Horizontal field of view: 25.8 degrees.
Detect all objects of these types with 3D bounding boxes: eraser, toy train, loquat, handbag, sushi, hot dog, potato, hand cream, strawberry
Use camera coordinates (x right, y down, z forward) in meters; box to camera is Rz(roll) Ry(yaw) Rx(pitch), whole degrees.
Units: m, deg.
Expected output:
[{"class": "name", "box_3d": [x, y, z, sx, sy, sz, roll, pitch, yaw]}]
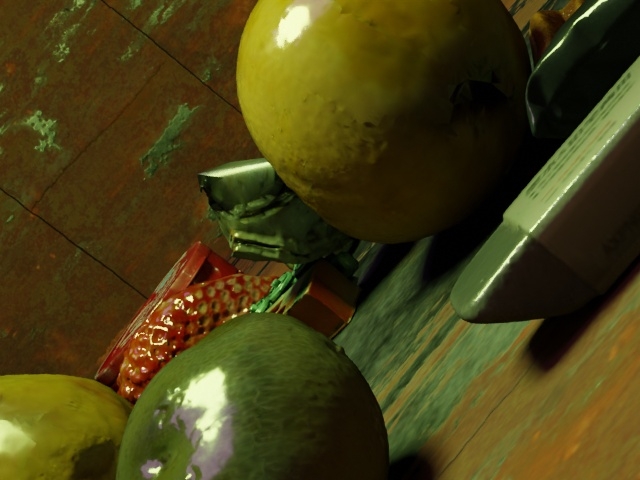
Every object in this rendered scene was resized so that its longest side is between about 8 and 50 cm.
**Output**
[{"class": "eraser", "box_3d": [0.205, -0.080, 0.791, 0.352, 0.061, 0.089, -50, 7, 4]}, {"class": "toy train", "box_3d": [-0.029, 0.082, 1.445, 0.176, 0.074, 0.118, -44, 13, 33]}, {"class": "loquat", "box_3d": [0.054, -0.129, 1.206, 0.263, 0.263, 0.263, -50, 6, 8]}, {"class": "loquat", "box_3d": [-0.306, 0.255, 1.405, 0.276, 0.284, 0.276, -52, -24, -35]}, {"class": "handbag", "box_3d": [0.242, -0.179, 0.948, 0.211, 0.088, 0.254, -53, -7, 32]}, {"class": "sushi", "box_3d": [0.007, -0.041, 1.440, 0.134, 0.109, 0.273, -6, 5, 31]}, {"class": "hot dog", "box_3d": [0.217, -0.163, 1.194, 0.072, 0.055, 0.188, -17, 21, 12]}, {"class": "potato", "box_3d": [-0.043, 0.147, 0.832, 0.178, 0.160, 0.235, 101, -178, -46]}, {"class": "hand cream", "box_3d": [-0.163, 0.128, 1.759, 0.230, 0.149, 0.230, -48, 9, 10]}, {"class": "strawberry", "box_3d": [-0.139, 0.113, 1.559, 0.175, 0.107, 0.236, 11, 60, 42]}]

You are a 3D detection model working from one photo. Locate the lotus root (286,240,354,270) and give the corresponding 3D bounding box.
[{"class": "lotus root", "box_3d": [0.000, -0.003, 1.700, 0.088, 0.088, 0.165, -48, -3, 20]}]
